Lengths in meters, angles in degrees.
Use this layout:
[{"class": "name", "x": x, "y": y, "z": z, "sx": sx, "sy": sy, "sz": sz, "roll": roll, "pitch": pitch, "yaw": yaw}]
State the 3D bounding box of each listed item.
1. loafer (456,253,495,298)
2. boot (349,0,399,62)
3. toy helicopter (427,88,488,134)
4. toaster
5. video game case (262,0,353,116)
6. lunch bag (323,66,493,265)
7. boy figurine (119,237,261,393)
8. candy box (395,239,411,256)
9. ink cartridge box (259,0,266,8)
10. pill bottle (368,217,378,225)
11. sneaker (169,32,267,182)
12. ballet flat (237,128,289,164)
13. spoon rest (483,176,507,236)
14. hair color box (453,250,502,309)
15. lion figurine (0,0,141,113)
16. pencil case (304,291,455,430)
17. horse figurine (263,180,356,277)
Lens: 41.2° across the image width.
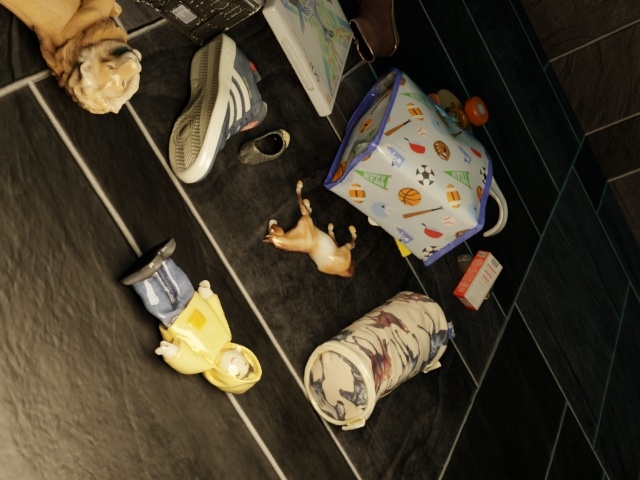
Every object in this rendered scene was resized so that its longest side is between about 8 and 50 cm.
[{"class": "loafer", "x": 0.423, "y": 0.096, "z": 2.307, "sx": 0.170, "sy": 0.062, "sz": 0.061, "roll": 39, "pitch": 48, "yaw": -35}, {"class": "boot", "x": 0.128, "y": -0.600, "z": 2.244, "sx": 0.207, "sy": 0.090, "sz": 0.249, "roll": -40, "pitch": 109, "yaw": -57}, {"class": "toy helicopter", "x": 0.361, "y": -0.257, "z": 2.348, "sx": 0.235, "sy": 0.140, "sz": 0.355, "roll": 18, "pitch": 60, "yaw": -47}, {"class": "toaster", "x": -0.232, "y": -0.481, "z": 1.611, "sx": 0.185, "sy": 0.168, "sz": 0.110, "roll": 32, "pitch": 45, "yaw": -43}, {"class": "video game case", "x": -0.019, "y": -0.505, "z": 1.980, "sx": 0.300, "sy": 0.036, "sz": 0.329, "roll": 58, "pitch": 33, "yaw": -38}, {"class": "lunch bag", "x": 0.220, "y": -0.190, "z": 1.979, "sx": 0.327, "sy": 0.239, "sz": 0.386, "roll": 37, "pitch": 45, "yaw": -17}, {"class": "boy figurine", "x": -0.205, "y": 0.144, "z": 1.374, "sx": 0.285, "sy": 0.092, "sz": 0.177, "roll": 56, "pitch": 33, "yaw": -13}, {"class": "candy box", "x": 0.191, "y": -0.071, "z": 2.101, "sx": 0.105, "sy": 0.027, "sz": 0.206, "roll": -31, "pitch": 98, "yaw": -53}, {"class": "ink cartridge box", "x": -0.167, "y": -0.600, "z": 1.873, "sx": 0.181, "sy": 0.056, "sz": 0.225, "roll": 57, "pitch": 39, "yaw": -18}, {"class": "pill bottle", "x": 0.145, "y": -0.059, "z": 2.015, "sx": 0.083, "sy": 0.043, "sz": 0.043, "roll": -22, "pitch": 90, "yaw": -56}, {"class": "sneaker", "x": -0.174, "y": -0.227, "z": 1.583, "sx": 0.148, "sy": 0.131, "sz": 0.350, "roll": 38, "pitch": 45, "yaw": -35}, {"class": "ballet flat", "x": -0.105, "y": -0.191, "z": 1.730, "sx": 0.173, "sy": 0.049, "sz": 0.058, "roll": -37, "pitch": 104, "yaw": -55}, {"class": "spoon rest", "x": 0.487, "y": -0.154, "z": 2.511, "sx": 0.137, "sy": 0.084, "sz": 0.277, "roll": -6, "pitch": 78, "yaw": -56}, {"class": "hair color box", "x": 0.417, "y": 0.105, "z": 2.248, "sx": 0.072, "sy": 0.043, "sz": 0.141, "roll": 45, "pitch": 72, "yaw": -32}, {"class": "lion figurine", "x": -0.433, "y": -0.381, "z": 1.330, "sx": 0.392, "sy": 0.142, "sz": 0.240, "roll": 37, "pitch": 51, "yaw": -18}, {"class": "pencil case", "x": 0.124, "y": 0.236, "z": 1.720, "sx": 0.184, "sy": 0.160, "sz": 0.410, "roll": 56, "pitch": 33, "yaw": 7}, {"class": "horse figurine", "x": 0.000, "y": 0.000, "z": 1.761, "sx": 0.263, "sy": 0.066, "sz": 0.175, "roll": 42, "pitch": 36, "yaw": -31}]
